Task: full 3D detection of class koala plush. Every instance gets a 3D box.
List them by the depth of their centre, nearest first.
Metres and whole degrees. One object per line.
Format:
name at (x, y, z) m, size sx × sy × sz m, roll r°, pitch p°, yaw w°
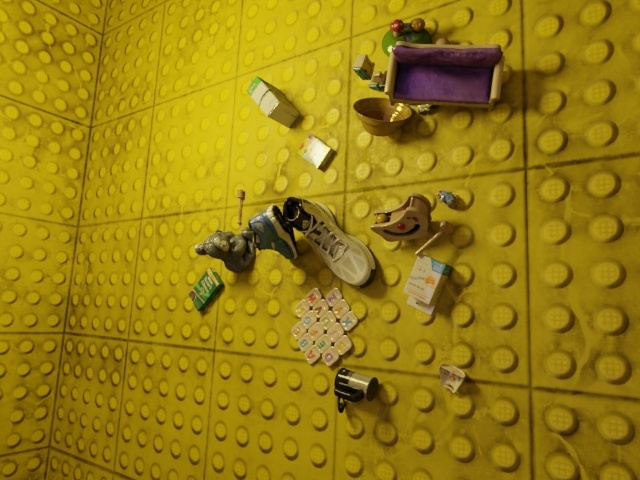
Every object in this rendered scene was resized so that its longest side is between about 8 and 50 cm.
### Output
koala plush at (-0.414, 0.034, 2.046) m, size 0.197 × 0.221 × 0.203 m, roll -10°, pitch 76°, yaw 33°

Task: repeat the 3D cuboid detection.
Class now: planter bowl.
planter bowl at (0.222, -0.444, 1.741) m, size 0.217 × 0.217 × 0.090 m, roll 39°, pitch 140°, yaw 34°

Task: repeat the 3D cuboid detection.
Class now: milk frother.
milk frother at (0.122, 0.540, 1.659) m, size 0.135 × 0.129 × 0.143 m, roll 7°, pitch 128°, yaw 37°

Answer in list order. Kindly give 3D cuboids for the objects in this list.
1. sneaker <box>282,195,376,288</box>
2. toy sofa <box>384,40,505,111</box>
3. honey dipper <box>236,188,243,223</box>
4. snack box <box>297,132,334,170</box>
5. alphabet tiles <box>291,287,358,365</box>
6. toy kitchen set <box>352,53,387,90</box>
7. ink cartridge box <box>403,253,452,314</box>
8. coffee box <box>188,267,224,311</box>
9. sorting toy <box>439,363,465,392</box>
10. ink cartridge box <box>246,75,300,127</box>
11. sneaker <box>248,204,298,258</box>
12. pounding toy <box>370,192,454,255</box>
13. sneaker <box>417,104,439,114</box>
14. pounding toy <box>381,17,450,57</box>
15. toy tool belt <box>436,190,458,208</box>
sneaker at (-0.001, 0.000, 1.737) m, size 0.169 × 0.258 × 0.447 m, roll -51°, pitch 57°, yaw 16°
toy sofa at (0.399, -0.530, 1.539) m, size 0.363 × 0.177 × 0.150 m, roll 8°, pitch 85°, yaw 14°
honey dipper at (-0.372, -0.155, 2.175) m, size 0.031 × 0.031 × 0.160 m, roll -1°, pitch 85°, yaw 35°
snack box at (-0.021, -0.369, 1.959) m, size 0.141 × 0.037 × 0.100 m, roll 44°, pitch 107°, yaw 33°
alphabet tiles at (0.008, 0.328, 1.814) m, size 0.278 × 0.021 × 0.284 m, roll -45°, pitch 59°, yaw 20°
toy kitchen set at (0.241, -0.592, 1.731) m, size 0.207 × 0.166 × 0.122 m, roll 11°, pitch 82°, yaw 36°
ink cartridge box at (0.350, 0.148, 1.580) m, size 0.104 × 0.062 × 0.181 m, roll 25°, pitch 96°, yaw 36°
coffee box at (-0.534, 0.228, 2.205) m, size 0.184 × 0.040 × 0.113 m, roll -48°, pitch 58°, yaw 18°
sorting toy at (0.413, 0.439, 1.495) m, size 0.083 × 0.045 × 0.075 m, roll 24°, pitch 102°, yaw 36°
ink cartridge box at (-0.206, -0.603, 2.065) m, size 0.087 × 0.153 × 0.208 m, roll -48°, pitch 57°, yaw 19°
sneaker at (-0.185, -0.019, 1.838) m, size 0.147 × 0.330 × 0.129 m, roll -17°, pitch 57°, yaw 8°
pounding toy at (0.290, -0.050, 1.575) m, size 0.270 × 0.154 × 0.154 m, roll -8°, pitch 49°, yaw 35°
sneaker at (0.389, -0.471, 1.697) m, size 0.083 × 0.031 × 0.035 m, roll 2°, pitch 96°, yaw 40°
pounding toy at (0.330, -0.731, 1.690) m, size 0.183 × 0.110 × 0.237 m, roll -40°, pitch 63°, yaw -14°
toy tool belt at (0.422, -0.146, 1.593) m, size 0.052 × 0.051 × 0.083 m, roll -53°, pitch 56°, yaw 15°
